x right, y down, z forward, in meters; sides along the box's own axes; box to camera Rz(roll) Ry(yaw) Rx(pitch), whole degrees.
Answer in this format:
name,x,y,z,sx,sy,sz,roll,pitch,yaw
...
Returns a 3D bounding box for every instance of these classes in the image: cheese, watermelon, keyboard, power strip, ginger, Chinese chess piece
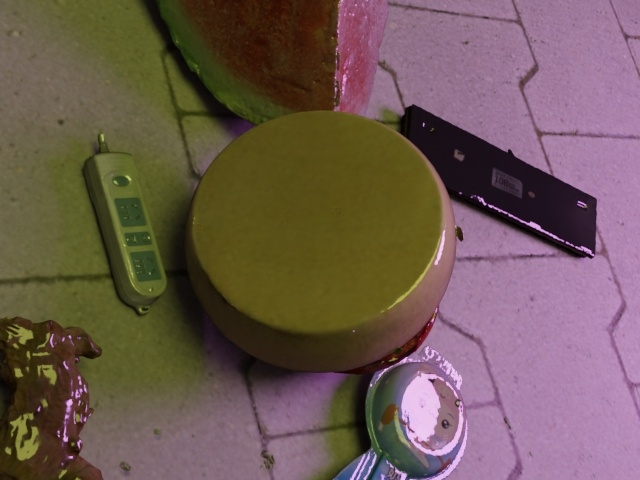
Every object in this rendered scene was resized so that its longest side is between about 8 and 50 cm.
name,x,y,z,sx,sy,sz,roll,pitch,yaw
cheese,0.089,0.209,1.249,0.135,0.052,0.245,42,48,-11
watermelon,-0.043,-0.248,1.304,0.310,0.232,0.193,48,6,22
keyboard,0.230,-0.073,1.533,0.317,0.027,0.106,24,57,-25
power strip,-0.192,-0.020,1.178,0.047,0.030,0.191,-4,69,-40
ginger,-0.225,0.201,0.992,0.122,0.084,0.290,11,60,-40
Chinese chess piece,0.000,0.000,1.183,0.273,0.102,0.273,-2,62,3

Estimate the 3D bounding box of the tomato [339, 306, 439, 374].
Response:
name,x,y,z,sx,sy,sz,roll,pitch,yaw
tomato,0.031,0.064,1.263,0.189,0.099,0.173,13,67,11
